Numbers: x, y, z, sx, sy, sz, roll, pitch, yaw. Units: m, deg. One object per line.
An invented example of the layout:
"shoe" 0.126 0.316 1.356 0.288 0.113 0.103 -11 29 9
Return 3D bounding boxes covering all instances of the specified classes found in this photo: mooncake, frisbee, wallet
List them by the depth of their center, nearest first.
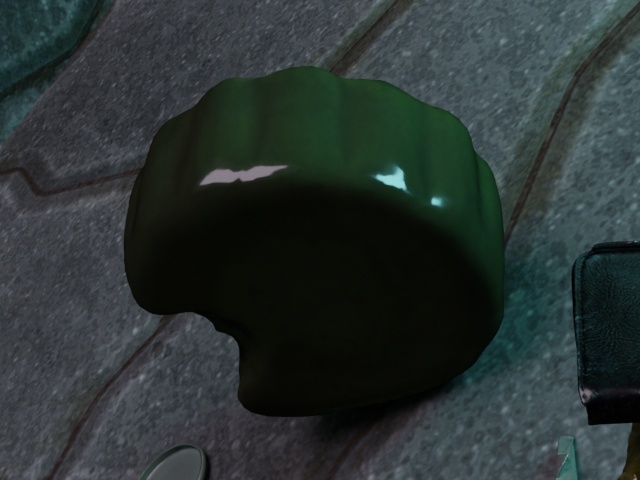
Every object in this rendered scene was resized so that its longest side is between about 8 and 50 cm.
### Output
"wallet" 0.333 0.057 0.950 0.318 0.045 0.172 -3 39 10
"mooncake" 0.000 0.000 1.289 0.351 0.351 0.187 -28 35 29
"frisbee" -0.162 0.264 1.497 0.110 0.014 0.110 -32 32 23

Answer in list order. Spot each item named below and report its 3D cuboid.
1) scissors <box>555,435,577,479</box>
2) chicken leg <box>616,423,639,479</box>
"scissors" 0.190 0.213 1.071 0.110 0.021 0.212 1 32 7
"chicken leg" 0.222 0.225 0.902 0.153 0.201 0.429 -29 22 41
